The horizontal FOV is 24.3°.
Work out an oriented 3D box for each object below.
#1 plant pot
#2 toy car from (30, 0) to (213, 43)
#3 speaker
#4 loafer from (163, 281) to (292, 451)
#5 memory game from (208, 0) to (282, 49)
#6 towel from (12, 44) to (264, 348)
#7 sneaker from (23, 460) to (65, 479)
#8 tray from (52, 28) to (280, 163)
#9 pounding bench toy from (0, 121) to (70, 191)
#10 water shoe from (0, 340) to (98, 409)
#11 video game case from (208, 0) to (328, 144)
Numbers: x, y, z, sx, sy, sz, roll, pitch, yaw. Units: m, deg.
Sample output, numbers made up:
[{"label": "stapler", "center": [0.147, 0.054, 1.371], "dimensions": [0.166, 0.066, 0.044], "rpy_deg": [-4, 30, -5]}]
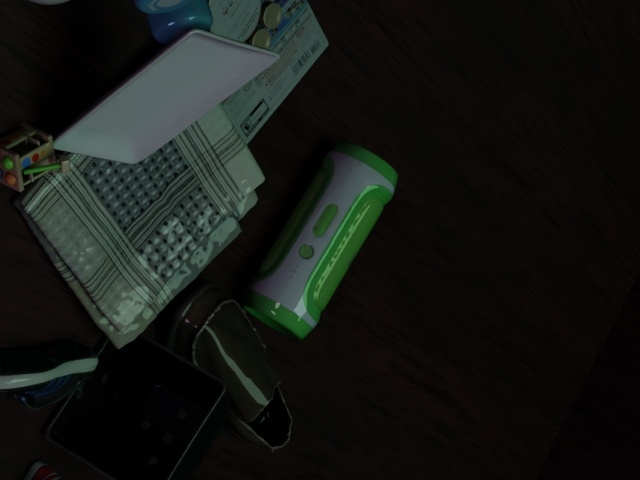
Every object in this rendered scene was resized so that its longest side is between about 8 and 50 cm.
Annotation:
[{"label": "plant pot", "center": [-0.234, 0.254, 2.066], "dimensions": [0.188, 0.187, 0.167], "rpy_deg": [-58, 161, -12]}, {"label": "toy car", "center": [-0.269, -0.320, 1.653], "dimensions": [0.238, 0.219, 0.210], "rpy_deg": [-18, 169, 0]}, {"label": "speaker", "center": [0.000, 0.000, 2.277], "dimensions": [0.296, 0.131, 0.131], "rpy_deg": [-59, 148, -10]}, {"label": "loafer", "center": [-0.117, 0.194, 2.229], "dimensions": [0.134, 0.130, 0.366], "rpy_deg": [-53, 146, -20]}, {"label": "memory game", "center": [-0.116, -0.307, 1.960], "dimensions": [0.186, 0.012, 0.186], "rpy_deg": [-22, 121, -42]}, {"label": "towel", "center": [-0.220, -0.052, 1.952], "dimensions": [0.312, 0.056, 0.324], "rpy_deg": [-49, 141, -20]}, {"label": "sneaker", "center": [-0.382, 0.365, 2.012], "dimensions": [0.042, 0.067, 0.118], "rpy_deg": [16, 97, -58]}, {"label": "tray", "center": [-0.189, -0.174, 1.756], "dimensions": [0.270, 0.030, 0.145], "rpy_deg": [-32, 155, 33]}, {"label": "pounding bench toy", "center": [-0.343, -0.091, 1.745], "dimensions": [0.065, 0.083, 0.052], "rpy_deg": [-37, 139, -39]}, {"label": "water shoe", "center": [-0.364, 0.185, 1.911], "dimensions": [0.203, 0.073, 0.080], "rpy_deg": [-6, 118, -54]}, {"label": "video game case", "center": [-0.089, -0.266, 2.040], "dimensions": [0.212, 0.023, 0.193], "rpy_deg": [-52, 139, -20]}]
